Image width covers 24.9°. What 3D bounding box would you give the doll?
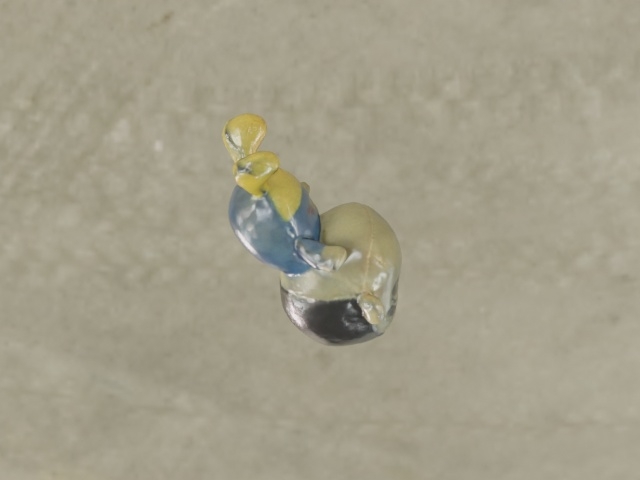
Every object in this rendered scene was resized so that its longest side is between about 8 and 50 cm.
[{"bbox_3d":[0.000,0.000,0.918,0.089,0.102,0.179,-27,125,4],"label":"doll"}]
